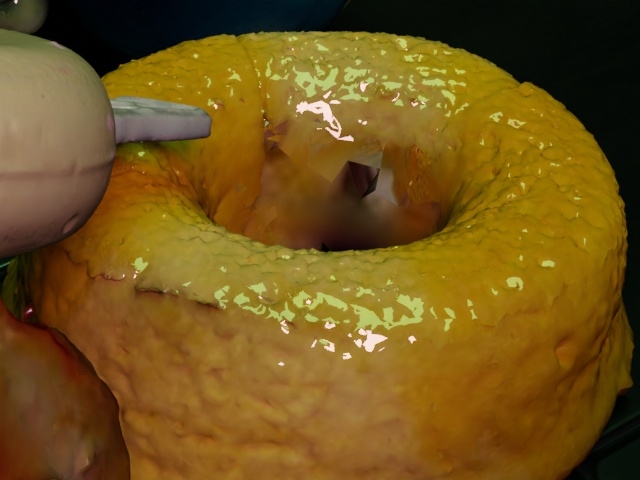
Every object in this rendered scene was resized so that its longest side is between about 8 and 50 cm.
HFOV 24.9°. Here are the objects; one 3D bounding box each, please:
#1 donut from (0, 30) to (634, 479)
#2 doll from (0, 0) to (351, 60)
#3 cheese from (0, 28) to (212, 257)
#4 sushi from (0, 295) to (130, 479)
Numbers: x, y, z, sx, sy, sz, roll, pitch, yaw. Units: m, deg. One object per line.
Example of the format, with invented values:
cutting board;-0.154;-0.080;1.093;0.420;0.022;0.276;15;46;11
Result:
donut;0.000;0.000;0.666;0.302;0.110;0.303;2;39;-2
doll;-0.101;-0.201;0.830;0.321;0.199;0.186;14;11;25
cheese;-0.111;-0.037;0.503;0.248;0.071;0.163;-1;13;-42
sushi;-0.152;0.143;0.448;0.181;0.196;0.343;13;43;-17
